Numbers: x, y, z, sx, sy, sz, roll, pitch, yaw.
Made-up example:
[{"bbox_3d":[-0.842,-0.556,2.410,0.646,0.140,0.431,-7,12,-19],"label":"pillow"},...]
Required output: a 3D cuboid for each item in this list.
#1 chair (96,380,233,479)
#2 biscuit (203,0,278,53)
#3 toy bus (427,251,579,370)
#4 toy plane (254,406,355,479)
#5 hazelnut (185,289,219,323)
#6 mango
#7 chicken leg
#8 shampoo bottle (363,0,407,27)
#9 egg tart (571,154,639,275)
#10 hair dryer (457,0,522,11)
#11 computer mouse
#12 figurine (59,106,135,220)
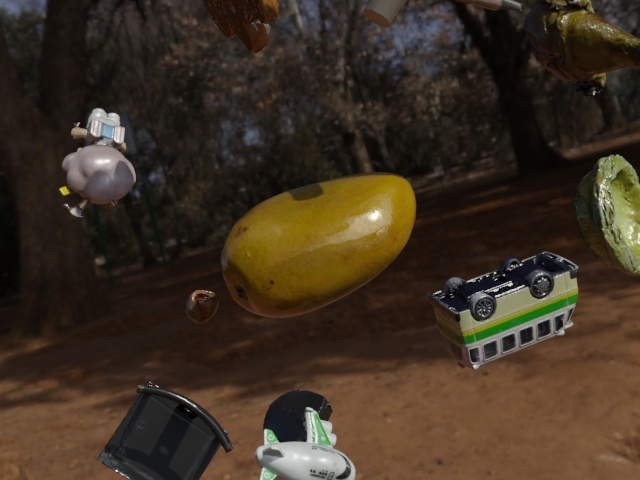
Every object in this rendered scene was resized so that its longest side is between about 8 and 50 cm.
[{"bbox_3d":[-0.227,0.297,1.357,0.141,0.154,0.260,-58,3,-13],"label":"chair"},{"bbox_3d":[-0.129,-0.375,1.341,0.049,0.205,0.324,-31,2,-13],"label":"biscuit"},{"bbox_3d":[0.408,0.151,2.009,0.305,0.179,0.143,-19,19,-15],"label":"toy bus"},{"bbox_3d":[-0.021,0.341,1.410,0.174,0.174,0.080,-14,-16,-39],"label":"toy plane"},{"bbox_3d":[-0.281,0.155,2.199,0.086,0.086,0.086,-15,-2,0],"label":"hazelnut"},{"bbox_3d":[0.000,0.000,1.955,0.445,0.232,0.300,-25,30,0],"label":"mango"},{"bbox_3d":[0.556,-0.374,1.864,0.140,0.361,0.211,-39,-39,-14],"label":"chicken leg"},{"bbox_3d":[0.186,-0.585,1.997,0.257,0.078,0.127,-60,2,-2],"label":"shampoo bottle"},{"bbox_3d":[0.448,-0.033,1.419,0.078,0.197,0.197,-19,-4,38],"label":"egg tart"},{"bbox_3d":[0.256,-0.463,1.713,0.220,0.054,0.195,8,11,-18],"label":"hair dryer"},{"bbox_3d":[-0.060,0.358,1.871,0.122,0.073,0.217,-56,21,-20],"label":"computer mouse"},{"bbox_3d":[-0.404,-0.146,1.709,0.137,0.229,0.112,22,-36,-35],"label":"figurine"}]
